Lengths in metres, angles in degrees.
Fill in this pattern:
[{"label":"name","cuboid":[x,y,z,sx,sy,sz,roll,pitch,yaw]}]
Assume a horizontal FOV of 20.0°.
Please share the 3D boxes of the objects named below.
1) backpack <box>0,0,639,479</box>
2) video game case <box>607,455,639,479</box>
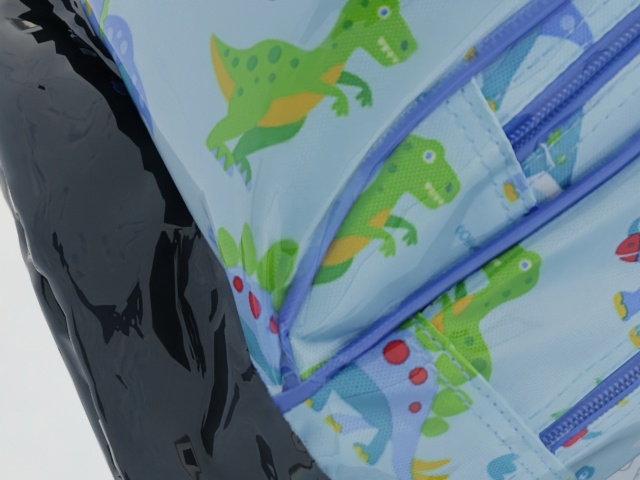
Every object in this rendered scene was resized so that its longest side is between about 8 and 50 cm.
[{"label":"backpack","cuboid":[0.070,-0.093,0.518,0.355,0.273,0.290,-26,-137,-1]},{"label":"video game case","cuboid":[0.128,0.175,0.698,0.244,0.061,0.269,15,-139,23]}]
